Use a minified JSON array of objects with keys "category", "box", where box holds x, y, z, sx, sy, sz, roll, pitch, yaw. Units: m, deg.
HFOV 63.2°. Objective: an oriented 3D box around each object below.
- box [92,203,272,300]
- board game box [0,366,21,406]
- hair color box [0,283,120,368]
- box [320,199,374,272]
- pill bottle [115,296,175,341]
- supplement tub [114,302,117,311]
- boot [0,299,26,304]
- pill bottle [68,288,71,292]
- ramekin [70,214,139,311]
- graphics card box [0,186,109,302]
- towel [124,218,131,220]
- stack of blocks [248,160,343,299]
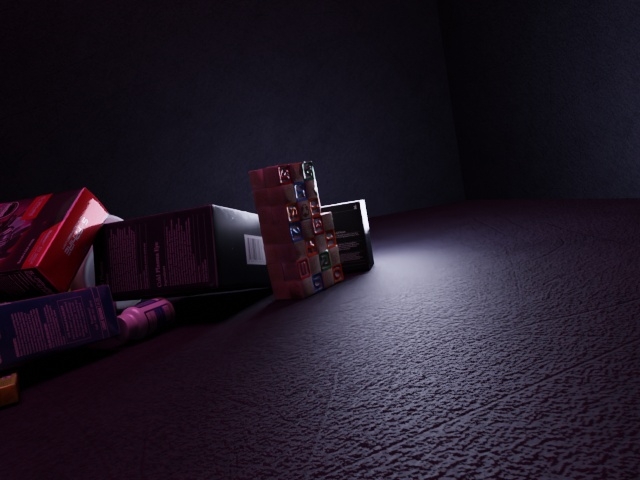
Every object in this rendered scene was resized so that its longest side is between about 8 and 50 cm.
[{"category":"box","box":[-0.295,0.040,1.240,0.313,0.178,0.343,-9,-7,20]},{"category":"board game box","box":[-0.578,0.245,0.742,0.260,0.039,0.124,-10,4,-28]},{"category":"hair color box","box":[-0.545,0.165,0.875,0.174,0.105,0.347,-18,-4,36]},{"category":"box","box":[0.000,0.000,1.412,0.262,0.184,0.103,-8,6,13]},{"category":"pill bottle","box":[-0.354,0.159,1.038,0.067,0.066,0.120,-7,6,27]},{"category":"supplement tub","box":[-0.542,0.170,1.239,0.071,0.070,0.107,-9,7,6]},{"category":"boot","box":[-0.696,0.218,1.068,0.176,0.088,0.244,-40,22,14]},{"category":"pill bottle","box":[-0.653,0.117,1.222,0.118,0.214,0.117,-10,6,1]},{"category":"ramekin","box":[-0.562,0.069,1.384,0.127,0.272,0.273,11,17,37]},{"category":"graphics card box","box":[-0.663,0.020,1.093,0.371,0.094,0.232,-8,45,16]},{"category":"towel","box":[-0.655,0.078,1.578,0.283,0.121,0.235,-53,-12,31]},{"category":"stack of blocks","box":[-0.051,-0.028,1.207,0.087,0.296,0.171,-7,8,35]}]
